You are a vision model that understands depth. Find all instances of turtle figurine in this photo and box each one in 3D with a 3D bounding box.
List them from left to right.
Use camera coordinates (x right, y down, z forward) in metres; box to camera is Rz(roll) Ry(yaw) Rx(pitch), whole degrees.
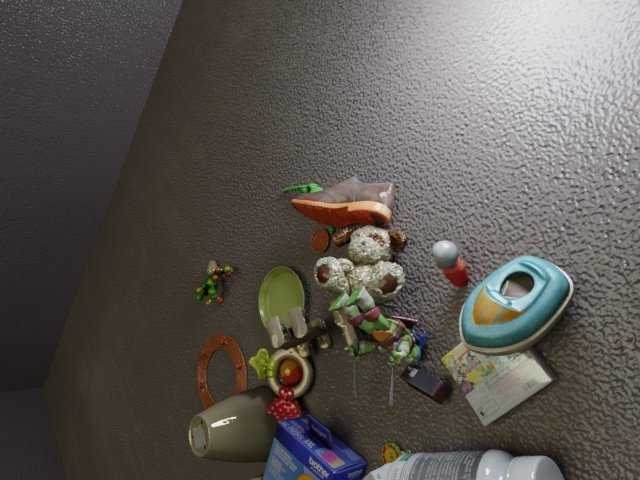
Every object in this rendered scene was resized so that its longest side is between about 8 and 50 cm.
[{"bbox_3d":[0.129,0.270,1.270,0.274,0.198,0.266,-42,97,1],"label":"turtle figurine"}]

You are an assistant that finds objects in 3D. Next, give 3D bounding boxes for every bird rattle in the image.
[{"bbox_3d":[-0.116,0.457,1.622,0.207,0.143,0.254,-41,59,14],"label":"bird rattle"}]

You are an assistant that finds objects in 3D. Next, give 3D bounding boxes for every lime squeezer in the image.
[{"bbox_3d":[-0.034,-0.148,1.687,0.310,0.058,0.110,40,142,39],"label":"lime squeezer"}]

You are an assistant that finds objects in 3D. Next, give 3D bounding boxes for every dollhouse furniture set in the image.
[{"bbox_3d":[-0.006,0.294,1.475,0.242,0.212,0.161,-25,62,10],"label":"dollhouse furniture set"}]

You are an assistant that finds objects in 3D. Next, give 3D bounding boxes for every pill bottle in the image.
[{"bbox_3d":[0.338,0.574,1.089,0.361,0.204,0.204,-25,67,40],"label":"pill bottle"}]

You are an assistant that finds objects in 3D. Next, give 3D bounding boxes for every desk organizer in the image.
[{"bbox_3d":[0.273,0.376,1.290,0.047,0.050,0.130,-50,27,-14],"label":"desk organizer"}]

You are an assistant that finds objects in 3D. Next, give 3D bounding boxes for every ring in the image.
[{"bbox_3d":[-0.404,0.542,1.956,0.336,0.032,0.337,-9,77,43],"label":"ring"}]

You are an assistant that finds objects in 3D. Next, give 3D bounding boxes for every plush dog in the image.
[{"bbox_3d":[0.139,0.063,1.413,0.262,0.210,0.226,6,71,25],"label":"plush dog"}]

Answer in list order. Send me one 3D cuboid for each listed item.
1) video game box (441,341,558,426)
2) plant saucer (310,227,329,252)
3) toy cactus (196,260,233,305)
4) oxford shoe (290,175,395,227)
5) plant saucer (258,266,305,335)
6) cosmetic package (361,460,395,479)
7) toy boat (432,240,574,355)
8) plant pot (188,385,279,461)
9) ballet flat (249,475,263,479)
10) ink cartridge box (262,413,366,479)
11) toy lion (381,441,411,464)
[{"bbox_3d":[0.415,0.303,1.164,0.205,0.048,0.187,-49,55,28],"label":"video game box"},{"bbox_3d":[0.000,0.000,1.646,0.083,0.013,0.084,-7,79,43],"label":"plant saucer"},{"bbox_3d":[-0.430,0.155,2.009,0.219,0.112,0.181,-52,33,29],"label":"toy cactus"},{"bbox_3d":[0.069,-0.124,1.529,0.363,0.130,0.133,7,66,34],"label":"oxford shoe"},{"bbox_3d":[-0.130,0.214,1.727,0.240,0.037,0.241,-8,78,43],"label":"plant saucer"},{"bbox_3d":[0.141,0.682,1.304,0.086,0.117,0.231,58,135,32],"label":"cosmetic package"},{"bbox_3d":[0.380,0.110,1.121,0.267,0.148,0.318,-44,37,-5],"label":"toy boat"},{"bbox_3d":[-0.292,0.638,1.659,0.256,0.274,0.257,-7,80,44],"label":"plant pot"},{"bbox_3d":[-0.183,0.920,1.652,0.086,0.086,0.249,-39,58,34],"label":"ballet flat"},{"bbox_3d":[-0.032,0.722,1.479,0.270,0.151,0.396,21,97,44],"label":"ink cartridge box"},{"bbox_3d":[0.206,0.606,1.342,0.096,0.034,0.100,-18,72,49],"label":"toy lion"}]
